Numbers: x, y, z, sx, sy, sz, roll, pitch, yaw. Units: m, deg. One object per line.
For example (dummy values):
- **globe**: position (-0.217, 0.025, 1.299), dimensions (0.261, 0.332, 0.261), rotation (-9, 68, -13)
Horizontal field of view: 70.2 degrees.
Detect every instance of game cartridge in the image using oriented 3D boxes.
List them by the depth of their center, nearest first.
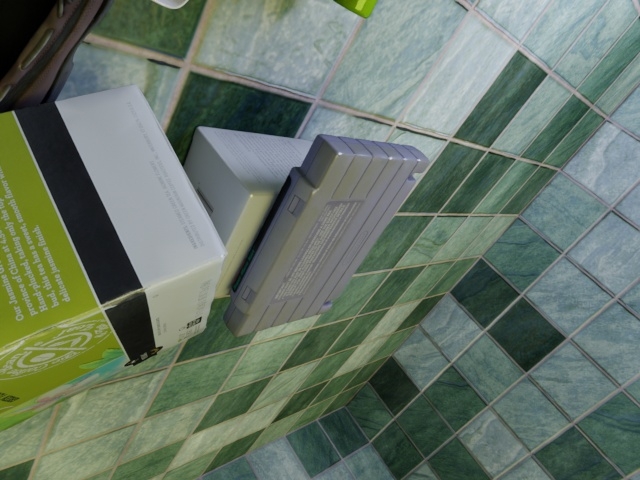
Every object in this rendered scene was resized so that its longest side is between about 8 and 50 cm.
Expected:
- **game cartridge**: position (0.000, 0.000, 0.715), dimensions (0.230, 0.068, 0.355), rotation (-2, 133, -43)

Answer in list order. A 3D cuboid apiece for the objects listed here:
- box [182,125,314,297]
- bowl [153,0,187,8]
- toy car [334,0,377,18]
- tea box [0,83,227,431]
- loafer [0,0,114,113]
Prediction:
- **box**: position (-0.065, -0.050, 0.802), dimensions (0.345, 0.168, 0.215), rotation (-5, 136, -46)
- **bowl**: position (-0.161, -0.316, 0.426), dimensions (0.142, 0.053, 0.142), rotation (-48, 151, 17)
- **toy car**: position (0.000, -0.372, 0.505), dimensions (0.189, 0.149, 0.155), rotation (16, 120, -24)
- **tea box**: position (-0.310, 0.046, 0.513), dimensions (0.324, 0.219, 0.329), rotation (-24, 166, -25)
- **loafer**: position (-0.243, -0.205, 0.368), dimensions (0.302, 0.109, 0.095), rotation (-45, -165, 35)
